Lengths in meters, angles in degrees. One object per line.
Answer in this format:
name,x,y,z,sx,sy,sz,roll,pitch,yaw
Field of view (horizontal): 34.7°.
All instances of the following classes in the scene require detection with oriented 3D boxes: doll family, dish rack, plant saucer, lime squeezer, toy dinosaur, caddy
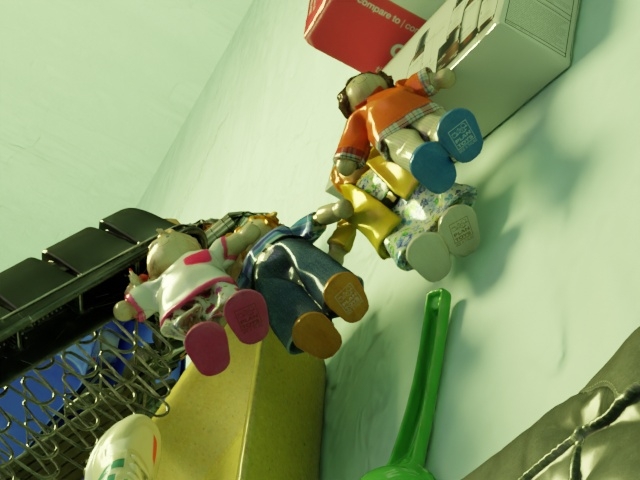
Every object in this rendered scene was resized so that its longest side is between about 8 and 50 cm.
doll family,0.000,0.000,0.666,0.263,0.118,0.163,-38,30,-3
dish rack,-0.185,0.116,0.749,0.208,0.074,0.271,-32,-36,-41
plant saucer,-0.091,0.222,0.732,0.332,0.081,0.333,-55,17,31
lime squeezer,0.007,0.135,0.513,0.310,0.110,0.059,-33,-10,-47
toy dinosaur,-0.154,0.042,0.930,0.218,0.322,0.164,-44,54,20
caddy,-0.305,0.192,1.184,0.341,0.241,0.179,-48,26,21

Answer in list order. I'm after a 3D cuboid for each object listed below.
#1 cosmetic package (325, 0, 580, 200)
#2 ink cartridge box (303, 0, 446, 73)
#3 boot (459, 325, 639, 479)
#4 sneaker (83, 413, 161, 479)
cosmetic package,0.088,-0.112,0.738,0.239,0.060,0.099,-42,24,54
ink cartridge box,0.116,-0.299,0.830,0.306,0.131,0.226,-53,17,34
boot,0.073,0.125,0.349,0.208,0.076,0.189,-45,8,33
sneaker,-0.131,0.185,0.697,0.075,0.057,0.161,-19,32,34
